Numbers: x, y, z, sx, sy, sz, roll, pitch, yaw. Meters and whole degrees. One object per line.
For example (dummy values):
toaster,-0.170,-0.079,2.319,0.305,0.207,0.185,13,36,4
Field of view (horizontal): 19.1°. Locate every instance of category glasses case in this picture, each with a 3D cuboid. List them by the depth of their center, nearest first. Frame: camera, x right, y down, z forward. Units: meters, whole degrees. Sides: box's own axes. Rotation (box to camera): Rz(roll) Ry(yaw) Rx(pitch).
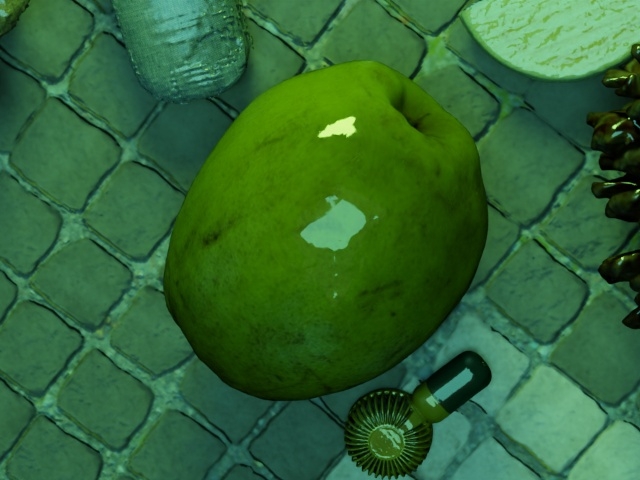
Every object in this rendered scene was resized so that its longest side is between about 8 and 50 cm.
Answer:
glasses case,-0.141,-0.258,1.659,0.109,0.067,0.282,-17,97,5

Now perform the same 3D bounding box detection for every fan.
fan,0.089,0.156,1.737,0.155,0.039,0.082,-40,95,12

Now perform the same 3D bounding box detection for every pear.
pear,0.000,0.000,1.613,0.253,0.253,0.307,43,111,-4

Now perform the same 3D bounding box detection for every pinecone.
pinecone,0.337,-0.032,1.579,0.244,0.244,0.309,-18,82,10

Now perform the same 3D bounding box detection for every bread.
bread,0.229,-0.198,1.643,0.193,0.036,0.112,-31,87,10

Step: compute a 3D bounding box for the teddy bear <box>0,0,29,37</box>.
teddy bear,-0.364,-0.165,1.671,0.251,0.129,0.182,-40,97,13
